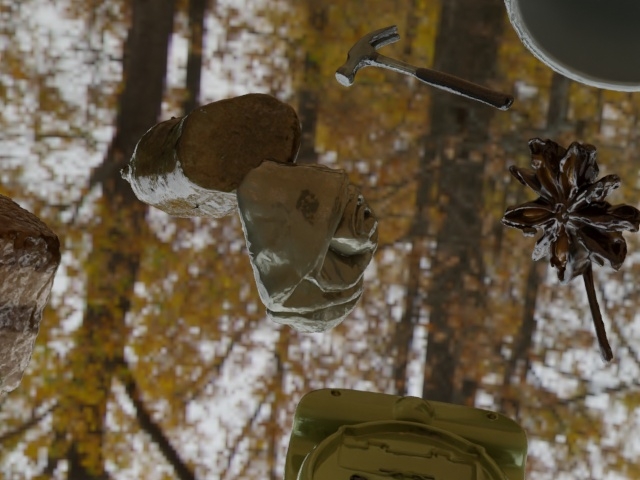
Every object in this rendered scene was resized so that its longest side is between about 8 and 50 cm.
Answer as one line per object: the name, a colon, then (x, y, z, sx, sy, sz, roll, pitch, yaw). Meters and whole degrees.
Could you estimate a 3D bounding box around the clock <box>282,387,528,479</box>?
clock: (0.076, 0.260, 1.267, 0.235, 0.096, 0.308, 9, -151, 1)

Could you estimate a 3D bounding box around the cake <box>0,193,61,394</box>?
cake: (-0.457, 0.082, 1.626, 0.198, 0.293, 0.196, 30, -165, 37)

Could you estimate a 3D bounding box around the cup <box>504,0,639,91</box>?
cup: (0.307, -0.328, 1.266, 0.227, 0.301, 0.257, 22, -130, -12)

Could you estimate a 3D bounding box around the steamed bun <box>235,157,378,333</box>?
steamed bun: (0.001, 0.000, 1.666, 0.144, 0.218, 0.211, -11, 178, 15)

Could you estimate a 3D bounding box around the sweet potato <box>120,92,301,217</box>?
sweet potato: (-0.157, -0.103, 1.850, 0.158, 0.158, 0.369, -5, 177, -28)

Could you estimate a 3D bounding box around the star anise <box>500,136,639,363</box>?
star anise: (0.266, -0.004, 1.492, 0.073, 0.234, 0.177, -15, -145, -38)

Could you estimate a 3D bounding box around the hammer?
hammer: (0.145, -0.217, 1.802, 0.246, 0.029, 0.103, 21, -117, 30)
